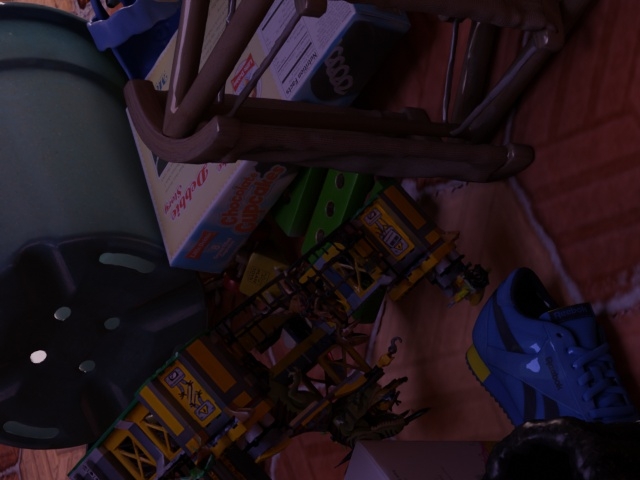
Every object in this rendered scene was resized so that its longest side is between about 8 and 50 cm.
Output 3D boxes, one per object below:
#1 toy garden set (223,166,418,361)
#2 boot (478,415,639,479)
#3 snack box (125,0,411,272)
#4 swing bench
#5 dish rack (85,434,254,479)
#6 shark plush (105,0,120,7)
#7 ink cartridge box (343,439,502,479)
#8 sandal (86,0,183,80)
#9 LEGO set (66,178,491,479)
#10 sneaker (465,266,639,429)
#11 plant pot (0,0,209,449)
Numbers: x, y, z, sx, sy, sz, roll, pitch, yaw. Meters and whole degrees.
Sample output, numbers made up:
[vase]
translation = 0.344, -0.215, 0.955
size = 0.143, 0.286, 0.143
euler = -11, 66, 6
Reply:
[toy garden set]
translation = 0.000, 0.000, 1.448
size = 0.244, 0.049, 0.204
euler = 51, 129, 49
[boot]
translation = 0.187, 0.090, 0.882
size = 0.131, 0.260, 0.348
euler = -42, 53, 52
[snack box]
translation = -0.055, -0.142, 1.447
size = 0.322, 0.060, 0.187
euler = -50, 45, 38
[swing bench]
translation = 0.031, -0.145, 1.187
size = 0.165, 0.253, 0.255
euler = 58, 137, 45
[dish rack]
translation = -0.149, 0.232, 1.669
size = 0.271, 0.074, 0.208
euler = 22, 108, 59
[shark plush]
translation = -0.158, -0.289, 1.775
size = 0.067, 0.073, 0.161
euler = 4, 70, 42
[ink cartridge box]
translation = 0.107, 0.214, 1.107
size = 0.127, 0.176, 0.128
euler = 50, 129, 53
[sandal]
translation = -0.185, -0.271, 1.670
size = 0.126, 0.138, 0.317
euler = -31, 62, 12
[LEGO set]
translation = 0.001, 0.131, 1.184
size = 0.192, 0.331, 0.255
euler = 48, 130, 4
[sneaker]
translation = 0.166, 0.093, 1.120
size = 0.209, 0.069, 0.082
euler = 52, 129, 49
[plant pot]
translation = -0.276, 0.000, 1.643
size = 0.334, 0.341, 0.341
euler = 56, 135, 45
